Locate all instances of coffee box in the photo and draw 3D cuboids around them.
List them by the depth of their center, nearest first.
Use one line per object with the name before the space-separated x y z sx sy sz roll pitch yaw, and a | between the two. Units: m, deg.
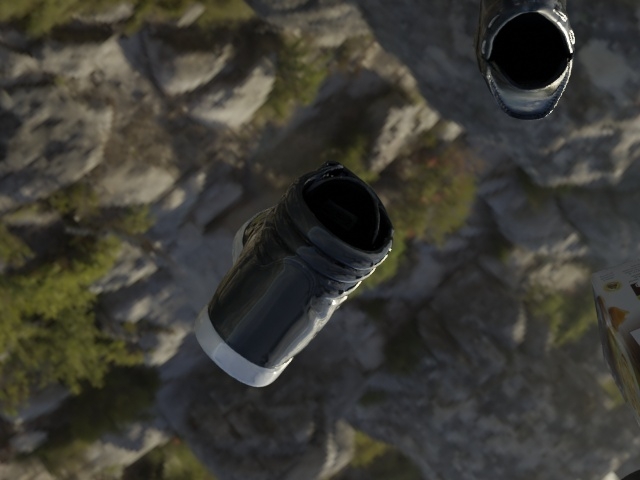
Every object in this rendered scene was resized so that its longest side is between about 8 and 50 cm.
coffee box | 0.390 0.145 1.465 0.098 0.246 0.141 -17 123 1

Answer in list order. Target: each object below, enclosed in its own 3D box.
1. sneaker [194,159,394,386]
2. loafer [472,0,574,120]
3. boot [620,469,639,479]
sneaker | 0.000 0.000 1.047 0.147 0.104 0.296 -47 -175 19
loafer | 0.152 -0.143 0.991 0.076 0.078 0.223 -4 156 8
boot | 0.429 0.273 1.268 0.305 0.112 0.115 -2 154 9
